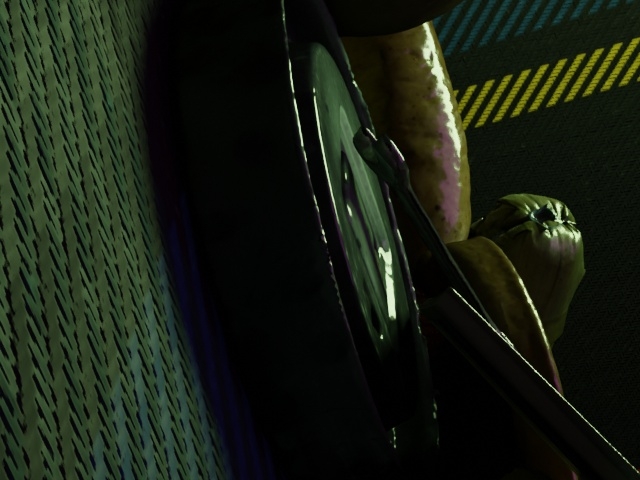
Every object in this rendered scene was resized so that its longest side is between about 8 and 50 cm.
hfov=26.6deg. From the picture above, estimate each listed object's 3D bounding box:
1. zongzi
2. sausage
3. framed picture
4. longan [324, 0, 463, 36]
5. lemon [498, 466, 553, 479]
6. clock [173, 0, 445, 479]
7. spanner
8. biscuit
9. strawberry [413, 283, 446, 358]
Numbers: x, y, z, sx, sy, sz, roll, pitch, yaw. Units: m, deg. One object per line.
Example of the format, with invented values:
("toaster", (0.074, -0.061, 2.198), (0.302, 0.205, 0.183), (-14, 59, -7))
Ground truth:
("zongzi", (0.171, 0.030, 1.468), (0.274, 0.125, 0.251), (-119, -140, -56))
("sausage", (0.058, -0.197, 1.395), (0.123, 0.136, 0.501), (-1, 72, -41))
("framed picture", (0.141, 0.104, 0.904), (0.189, 0.023, 0.260), (46, -1, 3))
("longan", (0.040, -0.323, 1.059), (0.319, 0.319, 0.319), (-15, 90, -81))
("lemon", (0.167, 0.308, 0.947), (0.263, 0.236, 0.236), (50, 12, -3))
("clock", (0.000, 0.000, 0.928), (0.386, 0.076, 0.386), (-15, 90, -80))
("spanner", (0.088, 0.012, 0.967), (0.054, 0.015, 0.254), (37, -15, 51))
("biscuit", (0.149, 0.181, 1.224), (0.359, 0.074, 0.381), (-109, -168, -54))
("strawberry", (0.063, 0.071, 1.191), (0.096, 0.083, 0.083), (41, 12, -1))
